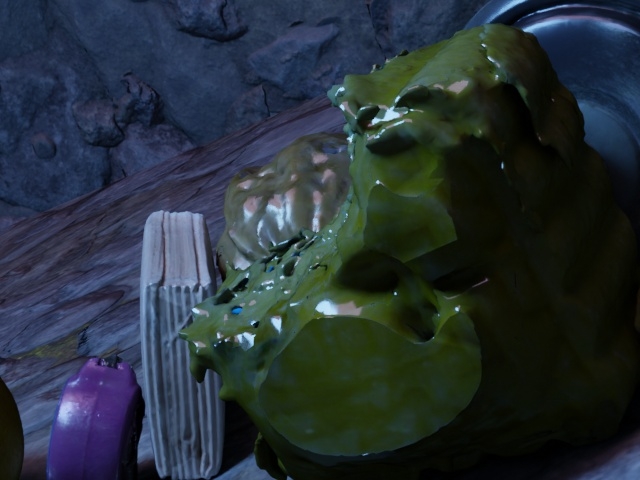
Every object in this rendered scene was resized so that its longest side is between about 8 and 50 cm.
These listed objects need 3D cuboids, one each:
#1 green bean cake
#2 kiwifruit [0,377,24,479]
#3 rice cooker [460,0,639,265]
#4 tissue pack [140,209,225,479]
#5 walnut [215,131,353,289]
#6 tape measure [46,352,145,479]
[{"bbox_3d":[0.046,0.029,1.155,0.310,0.285,0.202,-22,18,26],"label":"green bean cake"},{"bbox_3d":[-0.368,0.185,1.583,0.196,0.196,0.234,-27,8,-2],"label":"kiwifruit"},{"bbox_3d":[0.239,-0.092,1.319,0.317,0.264,0.316,7,26,-3],"label":"rice cooker"},{"bbox_3d":[-0.124,0.083,1.540,0.071,0.170,0.325,-2,11,-5],"label":"tissue pack"},{"bbox_3d":[0.000,0.000,1.592,0.198,0.198,0.245,-23,15,15],"label":"walnut"},{"bbox_3d":[-0.183,0.161,1.440,0.074,0.118,0.125,8,54,1],"label":"tape measure"}]
